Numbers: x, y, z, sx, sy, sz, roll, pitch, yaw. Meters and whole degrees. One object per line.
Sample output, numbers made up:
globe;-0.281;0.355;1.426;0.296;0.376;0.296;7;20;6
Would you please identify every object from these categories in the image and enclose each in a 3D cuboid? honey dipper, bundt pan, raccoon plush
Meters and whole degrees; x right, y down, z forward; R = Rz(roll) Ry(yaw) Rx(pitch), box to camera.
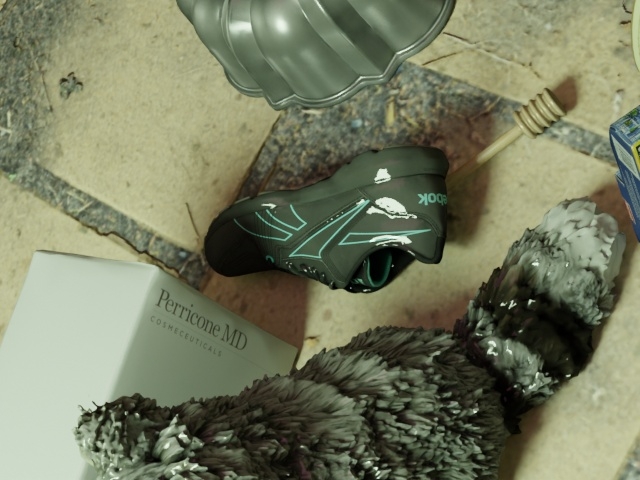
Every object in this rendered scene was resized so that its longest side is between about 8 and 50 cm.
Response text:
honey dipper;0.142;-0.072;1.330;0.161;0.030;0.030;-39;51;19
bundt pan;-0.012;-0.299;1.491;0.331;0.124;0.330;-17;58;29
raccoon plush;0.010;0.101;1.155;0.216;0.299;0.446;22;81;41

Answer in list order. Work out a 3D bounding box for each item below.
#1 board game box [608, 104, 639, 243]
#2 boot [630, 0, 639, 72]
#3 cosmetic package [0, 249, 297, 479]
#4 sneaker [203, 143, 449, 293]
board game box;0.312;-0.084;1.132;0.194;0.194;0.060;-34;51;-1
boot;0.336;-0.192;1.175;0.165;0.077;0.213;33;129;30
cosmetic package;-0.187;0.223;1.294;0.156;0.217;0.384;9;75;39
sneaker;0.000;0.000;1.346;0.267;0.101;0.106;-21;74;39
